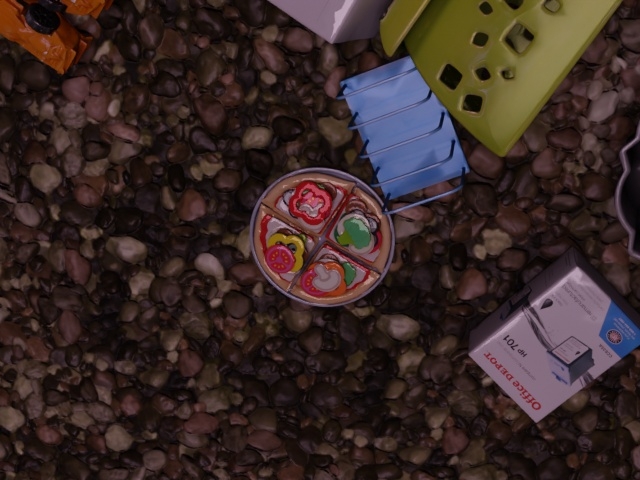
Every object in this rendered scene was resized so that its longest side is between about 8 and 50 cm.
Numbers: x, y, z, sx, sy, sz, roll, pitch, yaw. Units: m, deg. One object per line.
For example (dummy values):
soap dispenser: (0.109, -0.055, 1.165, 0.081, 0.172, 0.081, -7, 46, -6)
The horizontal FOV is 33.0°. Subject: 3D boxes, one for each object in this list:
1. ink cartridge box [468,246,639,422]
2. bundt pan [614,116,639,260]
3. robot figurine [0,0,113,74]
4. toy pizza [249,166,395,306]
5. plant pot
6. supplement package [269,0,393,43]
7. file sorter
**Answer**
ink cartridge box: (0.311, 0.126, 1.429, 0.139, 0.082, 0.190, 44, 109, -7)
bundt pan: (0.515, -0.079, 1.297, 0.330, 0.124, 0.331, 3, 110, 8)
robot figurine: (-0.403, -0.355, 1.364, 0.291, 0.085, 0.211, 39, 129, -6)
toy pizza: (0.000, 0.000, 1.463, 0.201, 0.032, 0.201, 3, 110, 9)
plant pot: (0.203, -0.259, 1.238, 0.207, 0.228, 0.227, 36, 112, 2)
supplement package: (-0.033, -0.379, 1.228, 0.293, 0.175, 0.178, 36, 111, 9)
file sorter: (0.103, -0.133, 1.360, 0.118, 0.104, 0.170, -19, 106, 16)
